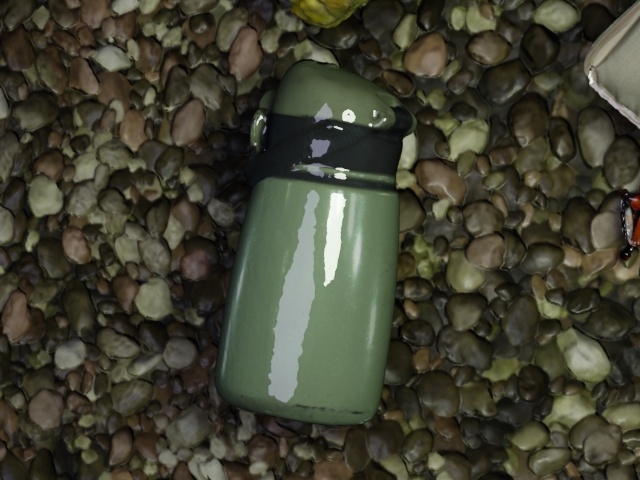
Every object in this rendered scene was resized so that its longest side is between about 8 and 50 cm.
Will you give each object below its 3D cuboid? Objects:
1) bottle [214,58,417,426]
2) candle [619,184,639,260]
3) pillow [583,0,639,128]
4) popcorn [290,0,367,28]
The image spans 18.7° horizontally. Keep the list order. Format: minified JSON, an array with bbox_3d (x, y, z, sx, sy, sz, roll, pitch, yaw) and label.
[{"bbox_3d":[-0.002,-0.001,1.898,0.168,0.168,0.347,9,92,24],"label":"bottle"},{"bbox_3d":[0.360,-0.104,1.778,0.084,0.059,0.301,27,110,-12],"label":"candle"},{"bbox_3d":[0.331,-0.188,1.670,0.131,0.038,0.232,43,122,11],"label":"pillow"},{"bbox_3d":[0.043,-0.289,1.875,0.195,0.168,0.173,-30,64,-15],"label":"popcorn"}]
